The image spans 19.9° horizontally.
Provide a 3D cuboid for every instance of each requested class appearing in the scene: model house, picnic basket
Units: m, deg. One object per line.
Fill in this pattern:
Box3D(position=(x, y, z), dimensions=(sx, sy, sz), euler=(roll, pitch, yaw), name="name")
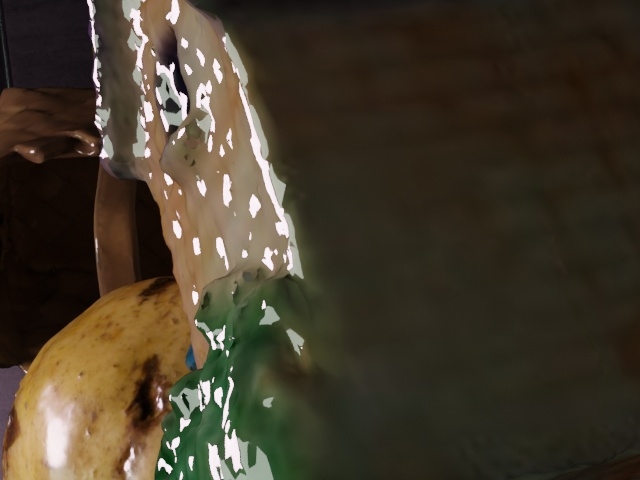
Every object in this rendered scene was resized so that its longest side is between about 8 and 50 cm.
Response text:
Box3D(position=(0.014, -0.012, 0.713), dimensions=(0.312, 0.245, 0.280), euler=(125, 130, -65), name="model house")
Box3D(position=(-0.162, 0.017, 1.550), dimensions=(0.321, 0.291, 0.254), euler=(-97, 6, -58), name="picnic basket")

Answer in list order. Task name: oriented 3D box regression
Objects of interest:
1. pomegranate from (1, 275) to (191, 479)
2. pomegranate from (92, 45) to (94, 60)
Box3D(position=(-0.081, 0.158, 1.299), dimensions=(0.281, 0.281, 0.281), euler=(173, 90, -79), name="pomegranate")
Box3D(position=(-0.127, -0.192, 1.724), dimensions=(0.143, 0.122, 0.169), euler=(44, 112, 27), name="pomegranate")
